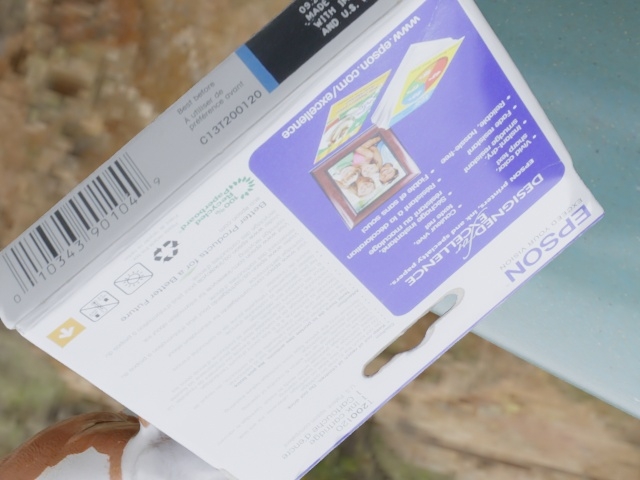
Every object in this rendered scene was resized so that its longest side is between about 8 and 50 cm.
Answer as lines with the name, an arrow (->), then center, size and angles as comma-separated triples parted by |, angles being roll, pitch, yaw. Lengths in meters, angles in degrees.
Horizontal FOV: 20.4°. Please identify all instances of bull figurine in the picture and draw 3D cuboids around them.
bull figurine -> -0.138, 0.156, 0.926 | 0.310, 0.101, 0.188 | -33, 174, 18

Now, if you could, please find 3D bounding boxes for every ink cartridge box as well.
ink cartridge box -> 0.000, 0.000, 0.721 | 0.045, 0.206, 0.208 | 51, -177, 36

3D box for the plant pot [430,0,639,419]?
plant pot -> 0.225, -0.030, 0.980 | 0.334, 0.341, 0.341 | 21, 169, 18
